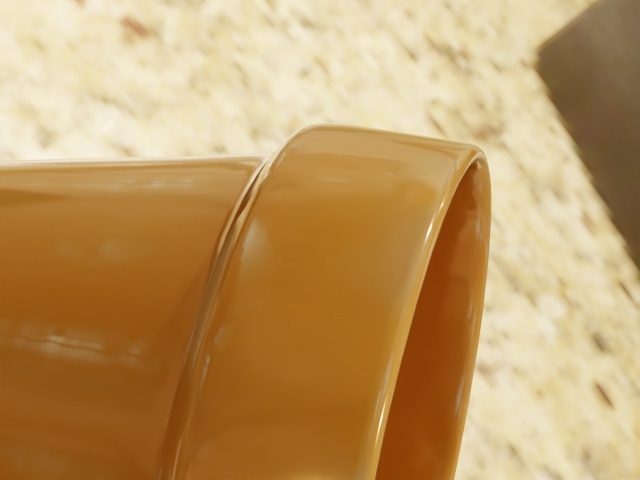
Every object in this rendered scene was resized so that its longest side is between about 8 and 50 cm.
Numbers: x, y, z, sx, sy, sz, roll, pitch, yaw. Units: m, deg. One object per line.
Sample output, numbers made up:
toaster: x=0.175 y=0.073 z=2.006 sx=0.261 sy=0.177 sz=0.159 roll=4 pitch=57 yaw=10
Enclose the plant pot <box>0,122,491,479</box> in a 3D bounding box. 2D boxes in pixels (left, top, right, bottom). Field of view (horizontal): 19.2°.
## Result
plant pot: x=-0.058 y=0.054 z=0.607 sx=0.188 sy=0.205 sz=0.205 roll=11 pitch=26 yaw=11
